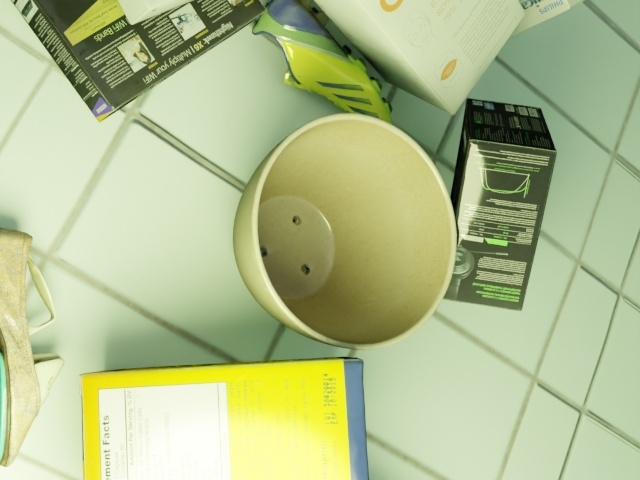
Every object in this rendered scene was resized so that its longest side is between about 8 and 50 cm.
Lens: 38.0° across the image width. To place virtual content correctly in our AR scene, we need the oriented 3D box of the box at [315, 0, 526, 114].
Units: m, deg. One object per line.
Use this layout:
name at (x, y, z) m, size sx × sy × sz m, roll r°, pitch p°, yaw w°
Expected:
box at (0.142, -0.387, 1.442) m, size 0.215 × 0.168 × 0.345 m, roll -54°, pitch 142°, yaw -1°

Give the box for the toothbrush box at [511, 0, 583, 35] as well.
toothbrush box at (0.349, -0.528, 1.668) m, size 0.122 × 0.206 × 0.283 m, roll -35°, pitch 101°, yaw -29°

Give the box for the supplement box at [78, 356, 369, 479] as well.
supplement box at (-0.123, 0.259, 1.233) m, size 0.357 × 0.195 × 0.194 m, roll -2°, pitch 84°, yaw -4°

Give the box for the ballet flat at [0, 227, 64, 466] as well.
ballet flat at (-0.396, 0.133, 1.225) m, size 0.106 × 0.107 × 0.316 m, roll -6°, pitch 87°, yaw -37°

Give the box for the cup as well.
cup at (0.000, 0.000, 1.385) m, size 0.331 × 0.237 × 0.331 m, roll 5°, pitch 80°, yaw -29°

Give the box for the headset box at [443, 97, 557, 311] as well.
headset box at (0.274, -0.054, 1.482) m, size 0.131 × 0.246 × 0.283 m, roll 8°, pitch 115°, yaw 5°

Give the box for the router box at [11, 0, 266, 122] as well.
router box at (-0.269, -0.359, 1.372) m, size 0.309 × 0.081 × 0.243 m, roll -40°, pitch 102°, yaw -27°

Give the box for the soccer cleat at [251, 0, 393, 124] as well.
soccer cleat at (0.006, -0.276, 1.527) m, size 0.121 × 0.093 × 0.289 m, roll -42°, pitch 111°, yaw 4°

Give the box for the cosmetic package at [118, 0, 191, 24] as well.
cosmetic package at (-0.260, -0.431, 1.293) m, size 0.117 × 0.085 × 0.231 m, roll -31°, pitch 99°, yaw -28°
